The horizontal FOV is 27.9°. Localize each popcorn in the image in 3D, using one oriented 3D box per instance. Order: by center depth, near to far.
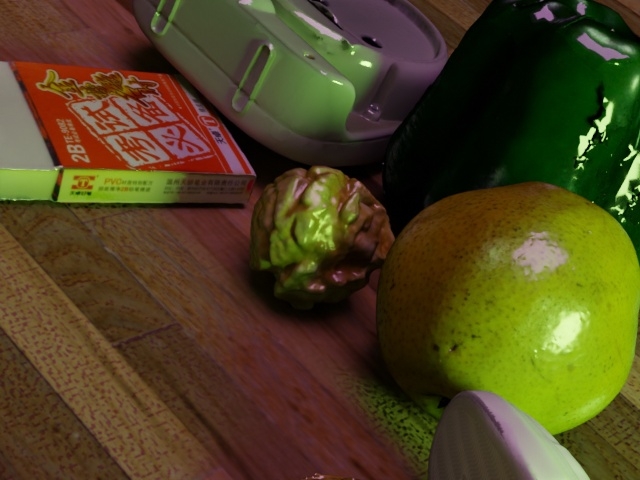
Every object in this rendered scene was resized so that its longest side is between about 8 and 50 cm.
[{"bbox_3d":[0.000,0.000,1.005,0.116,0.120,0.106,18,67,4],"label":"popcorn"}]

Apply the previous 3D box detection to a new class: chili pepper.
[{"bbox_3d":[0.196,-0.084,1.117,0.248,0.256,0.233,39,31,26],"label":"chili pepper"}]

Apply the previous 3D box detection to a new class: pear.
[{"bbox_3d":[0.138,0.052,0.953,0.198,0.198,0.198,16,34,-11],"label":"pear"}]

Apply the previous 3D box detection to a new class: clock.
[{"bbox_3d":[0.001,-0.190,1.242,0.265,0.108,0.324,43,30,26],"label":"clock"}]

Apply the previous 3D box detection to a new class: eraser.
[{"bbox_3d":[-0.186,-0.091,1.080,0.230,0.038,0.157,-1,40,-32],"label":"eraser"}]

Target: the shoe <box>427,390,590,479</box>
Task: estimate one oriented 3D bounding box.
[{"bbox_3d":[0.193,0.237,0.777,0.160,0.131,0.363,3,43,-27],"label":"shoe"}]

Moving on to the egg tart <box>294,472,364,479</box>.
[{"bbox_3d":[0.024,0.190,0.806,0.130,0.052,0.130,15,32,-10],"label":"egg tart"}]
